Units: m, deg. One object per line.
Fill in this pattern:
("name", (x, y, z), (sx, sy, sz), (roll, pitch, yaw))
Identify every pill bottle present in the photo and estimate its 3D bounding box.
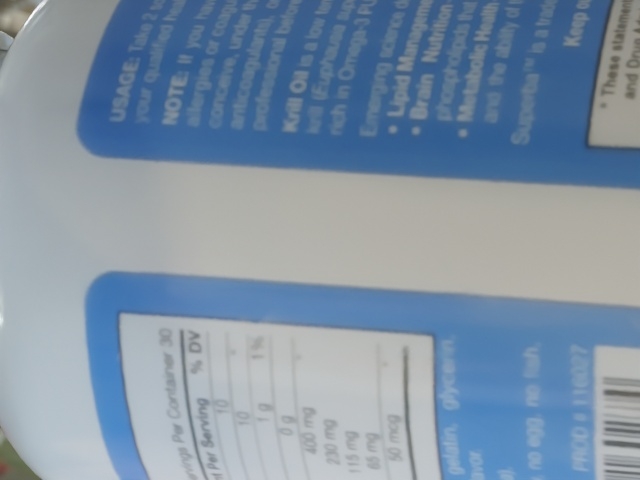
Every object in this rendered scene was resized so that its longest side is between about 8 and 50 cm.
("pill bottle", (0.000, 0.000, 0.429), (0.221, 0.124, 0.124), (4, -161, 15))
